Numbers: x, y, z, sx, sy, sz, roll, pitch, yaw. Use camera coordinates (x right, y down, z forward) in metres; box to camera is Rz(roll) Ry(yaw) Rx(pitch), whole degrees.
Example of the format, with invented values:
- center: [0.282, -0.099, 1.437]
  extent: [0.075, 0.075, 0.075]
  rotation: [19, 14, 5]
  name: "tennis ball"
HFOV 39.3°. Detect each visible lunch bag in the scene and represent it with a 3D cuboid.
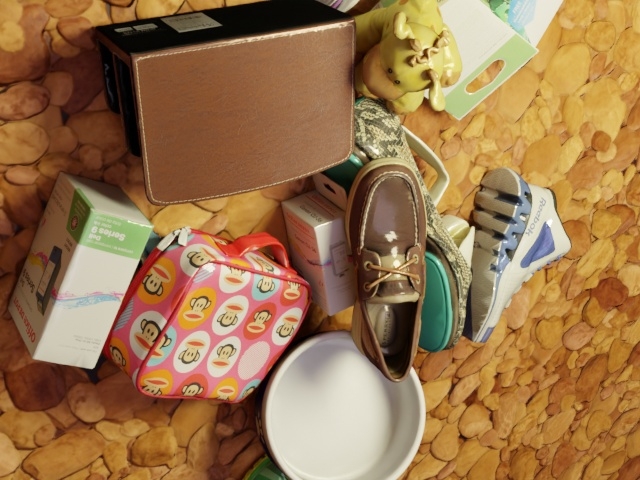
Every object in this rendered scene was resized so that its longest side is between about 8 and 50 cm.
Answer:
- center: [-0.144, 0.099, 1.285]
  extent: [0.258, 0.120, 0.293]
  rotation: [-58, 147, 6]
  name: "lunch bag"

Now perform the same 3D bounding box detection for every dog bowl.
- center: [0.029, 0.277, 1.450]
  extent: [0.265, 0.104, 0.264]
  rotation: [2, 84, -16]
  name: "dog bowl"

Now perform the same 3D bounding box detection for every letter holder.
- center: [-0.118, -0.186, 1.189]
  extent: [0.302, 0.152, 0.214]
  rotation: [-16, 122, -24]
  name: "letter holder"

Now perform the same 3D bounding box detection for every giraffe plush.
- center: [0.117, -0.245, 1.190]
  extent: [0.181, 0.170, 0.210]
  rotation: [30, 123, -12]
  name: "giraffe plush"

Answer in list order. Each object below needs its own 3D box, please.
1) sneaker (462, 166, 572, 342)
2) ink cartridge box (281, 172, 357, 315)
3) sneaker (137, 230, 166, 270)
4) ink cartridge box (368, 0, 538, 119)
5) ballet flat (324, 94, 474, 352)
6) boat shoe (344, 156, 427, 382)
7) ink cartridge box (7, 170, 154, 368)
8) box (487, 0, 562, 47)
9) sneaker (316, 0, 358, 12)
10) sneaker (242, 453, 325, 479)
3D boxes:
- center: [0.349, 0.035, 1.584]
  extent: [0.182, 0.127, 0.315]
  rotation: [6, 107, -31]
  name: "sneaker"
- center: [0.000, 0.000, 1.367]
  extent: [0.067, 0.115, 0.198]
  rotation: [-22, 121, -21]
  name: "ink cartridge box"
- center: [-0.236, 0.007, 1.274]
  extent: [0.073, 0.063, 0.162]
  rotation: [-41, 136, -20]
  name: "sneaker"
- center: [0.185, -0.296, 1.330]
  extent: [0.235, 0.056, 0.171]
  rotation: [24, 127, -38]
  name: "ink cartridge box"
- center: [0.155, -0.032, 1.434]
  extent: [0.182, 0.164, 0.482]
  rotation: [-48, 128, -26]
  name: "ballet flat"
- center: [0.105, 0.052, 1.290]
  extent: [0.123, 0.123, 0.341]
  rotation: [-4, 118, -12]
  name: "boat shoe"
- center: [-0.318, 0.038, 1.171]
  extent: [0.093, 0.154, 0.212]
  rotation: [15, 104, -35]
  name: "ink cartridge box"
- center: [0.255, -0.438, 1.345]
  extent: [0.322, 0.058, 0.232]
  rotation: [23, 100, -35]
  name: "box"
- center: [0.069, -0.447, 1.194]
  extent: [0.152, 0.114, 0.305]
  rotation: [-32, 148, -51]
  name: "sneaker"
- center: [-0.035, 0.408, 1.536]
  extent: [0.295, 0.123, 0.109]
  rotation: [-48, 128, -2]
  name: "sneaker"
